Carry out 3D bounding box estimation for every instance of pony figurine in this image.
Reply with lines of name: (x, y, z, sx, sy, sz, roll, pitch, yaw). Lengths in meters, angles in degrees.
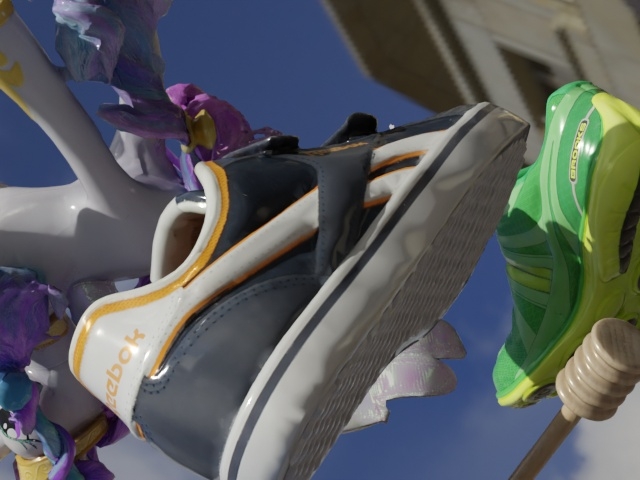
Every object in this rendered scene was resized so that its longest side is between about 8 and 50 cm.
pony figurine: (-0.122, -0.009, 1.097, 0.351, 0.303, 0.363, -19, -60, 6)

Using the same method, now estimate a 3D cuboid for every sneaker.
sneaker: (0.000, 0.000, 0.880, 0.321, 0.127, 0.126, -43, -26, -54)
sneaker: (0.178, 0.006, 1.261, 0.109, 0.123, 0.295, -18, -37, -27)

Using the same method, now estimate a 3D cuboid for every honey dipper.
honey dipper: (0.100, 0.097, 0.806, 0.030, 0.030, 0.160, -16, -34, -40)
